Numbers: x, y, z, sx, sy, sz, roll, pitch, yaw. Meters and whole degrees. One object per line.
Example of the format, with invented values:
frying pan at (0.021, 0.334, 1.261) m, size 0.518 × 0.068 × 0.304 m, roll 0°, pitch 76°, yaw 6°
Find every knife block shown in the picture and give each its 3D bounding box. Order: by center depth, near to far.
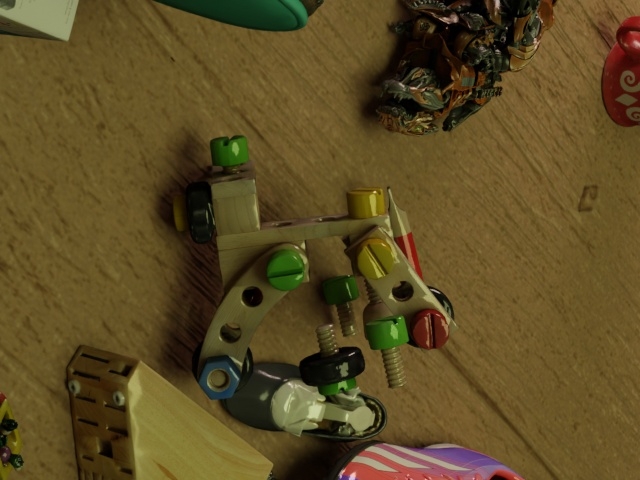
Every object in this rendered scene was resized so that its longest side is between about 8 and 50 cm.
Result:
knife block at (-0.109, 0.209, 1.845) m, size 0.242 × 0.088 × 0.275 m, roll -19°, pitch 111°, yaw -43°

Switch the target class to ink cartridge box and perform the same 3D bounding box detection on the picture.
ink cartridge box at (-0.293, -0.216, 1.562) m, size 0.181 × 0.104 × 0.061 m, roll 19°, pitch 84°, yaw -45°

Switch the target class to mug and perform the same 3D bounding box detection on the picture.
mug at (0.414, -0.182, 2.245) m, size 0.150 × 0.169 × 0.113 m, roll 18°, pitch 85°, yaw -46°

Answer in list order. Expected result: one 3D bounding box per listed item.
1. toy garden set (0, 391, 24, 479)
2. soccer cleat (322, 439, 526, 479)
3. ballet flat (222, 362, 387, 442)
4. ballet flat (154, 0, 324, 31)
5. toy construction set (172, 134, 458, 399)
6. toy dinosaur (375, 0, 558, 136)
toy garden set at (-0.277, 0.267, 1.659) m, size 0.244 × 0.049 × 0.203 m, roll 73°, pitch 28°, yaw -42°
soccer cleat at (0.112, 0.266, 2.024) m, size 0.318 × 0.116 × 0.108 m, roll 4°, pitch 95°, yaw -57°
ballet flat at (-0.007, 0.165, 1.954) m, size 0.203 × 0.074 × 0.074 m, roll 18°, pitch 85°, yaw -46°
ballet flat at (-0.192, -0.279, 1.466) m, size 0.483 × 0.164 × 0.182 m, roll 6°, pitch 83°, yaw -36°
toy construction set at (0.000, 0.000, 1.849) m, size 0.309 × 0.257 × 0.237 m, roll -26°, pitch 105°, yaw -62°
toy dinosaur at (0.165, -0.239, 2.032) m, size 0.322 × 0.164 × 0.218 m, roll -60°, pitch 151°, yaw -44°
